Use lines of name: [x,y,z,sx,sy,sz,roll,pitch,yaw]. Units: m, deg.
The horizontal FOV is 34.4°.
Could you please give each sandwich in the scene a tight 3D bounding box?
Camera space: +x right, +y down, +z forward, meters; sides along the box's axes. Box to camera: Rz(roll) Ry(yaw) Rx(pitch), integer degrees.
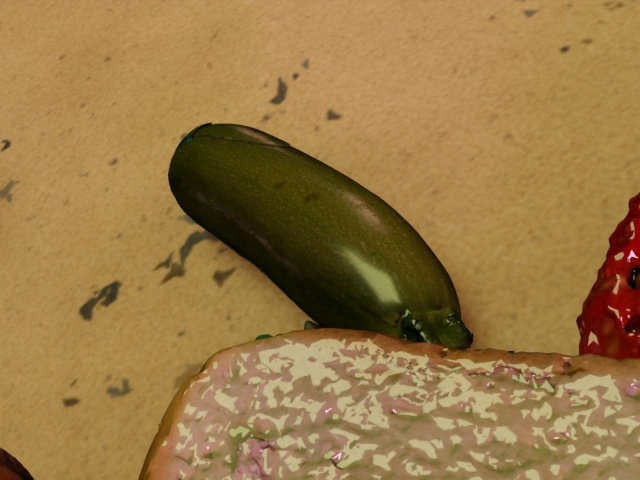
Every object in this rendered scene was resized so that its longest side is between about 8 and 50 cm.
sandwich: [0.026,0.166,0.399,0.248,0.095,0.273,5,51,15]

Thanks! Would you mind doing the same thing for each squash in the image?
squash: [-0.002,0.000,0.631,0.087,0.087,0.331,-43,43,-8]

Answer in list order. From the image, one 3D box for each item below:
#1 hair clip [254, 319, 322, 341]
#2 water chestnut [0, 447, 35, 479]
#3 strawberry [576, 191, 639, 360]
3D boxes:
hair clip: [-0.015,0.113,0.572,0.124,0.052,0.195,-28,33,-6]
water chestnut: [-0.260,0.209,0.496,0.289,0.289,0.245,-12,78,25]
strawberry: [0.231,-0.026,0.481,0.286,0.106,0.188,-43,40,-7]
